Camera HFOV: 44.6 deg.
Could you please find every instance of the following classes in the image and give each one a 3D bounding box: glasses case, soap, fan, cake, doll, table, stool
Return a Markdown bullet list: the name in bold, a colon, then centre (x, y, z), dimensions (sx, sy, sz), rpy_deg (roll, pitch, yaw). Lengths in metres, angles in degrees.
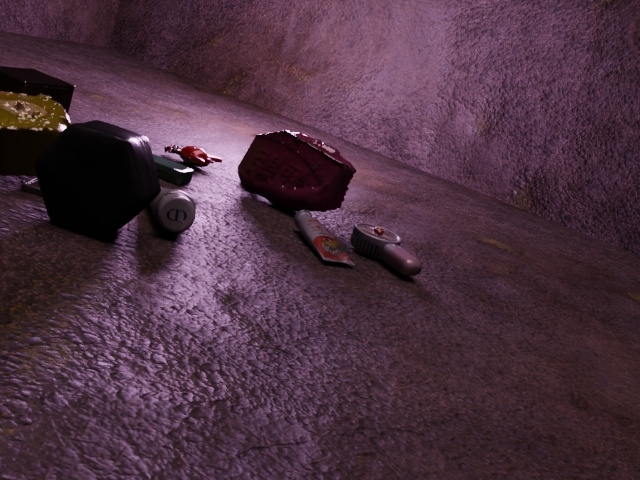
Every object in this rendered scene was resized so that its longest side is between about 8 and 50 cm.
- **glasses case**: centre (-0.448, -0.204, 2.152), dimensions (0.184, 0.039, 0.078), rpy_deg (21, 15, 12)
- **soap**: centre (-0.075, -0.200, 2.217), dimensions (0.325, 0.220, 0.127), rpy_deg (33, 14, 23)
- **fan**: centre (0.174, 0.023, 2.007), dimensions (0.130, 0.074, 0.244), rpy_deg (7, 20, -37)
- **cake**: centre (-0.684, -0.240, 1.714), dimensions (0.261, 0.156, 0.179), rpy_deg (1, 41, -21)
- **doll**: centre (-0.395, -0.264, 2.380), dimensions (0.169, 0.057, 0.109), rpy_deg (25, 19, 20)
- **table**: centre (-0.786, -0.358, 2.068), dimensions (0.172, 0.169, 0.193), rpy_deg (24, 15, 20)
- **stool**: centre (-0.447, -0.127, 1.576), dimensions (0.232, 0.232, 0.141), rpy_deg (18, 14, 2)

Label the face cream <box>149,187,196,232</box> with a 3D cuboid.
- **face cream**: centre (-0.343, -0.080, 1.801), dimensions (0.143, 0.089, 0.314), rpy_deg (14, 5, -17)

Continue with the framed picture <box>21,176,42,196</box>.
- **framed picture**: centre (-0.547, -0.123, 1.798), dimensions (0.189, 0.023, 0.260), rpy_deg (18, 15, 0)

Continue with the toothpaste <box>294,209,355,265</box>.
- **toothpaste**: centre (0.000, 0.000, 1.949), dimensions (0.089, 0.057, 0.234), rpy_deg (10, 25, -32)
